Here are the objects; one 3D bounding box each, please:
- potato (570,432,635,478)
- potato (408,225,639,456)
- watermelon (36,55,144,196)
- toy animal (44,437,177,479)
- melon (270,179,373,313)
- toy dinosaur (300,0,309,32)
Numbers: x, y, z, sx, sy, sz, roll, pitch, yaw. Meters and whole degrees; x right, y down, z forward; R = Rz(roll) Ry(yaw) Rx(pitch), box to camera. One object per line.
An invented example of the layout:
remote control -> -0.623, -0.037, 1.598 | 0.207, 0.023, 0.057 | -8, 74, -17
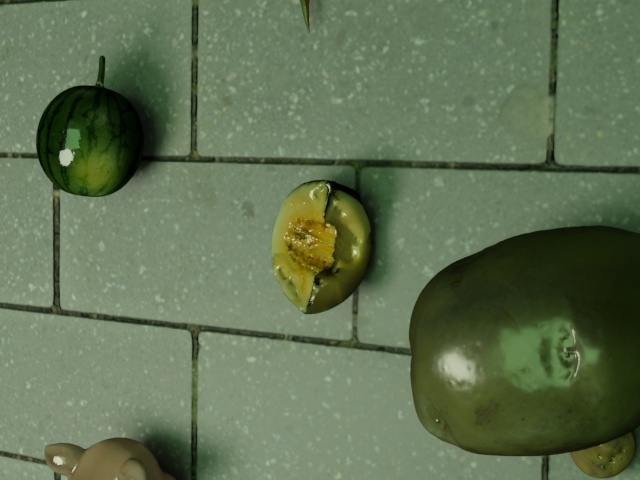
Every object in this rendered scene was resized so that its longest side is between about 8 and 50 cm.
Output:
potato -> 0.294, 0.213, 1.366 | 0.068, 0.062, 0.083 | -49, 44, 7
potato -> 0.231, 0.102, 1.288 | 0.326, 0.243, 0.221 | -9, 100, 37
watermelon -> -0.296, -0.150, 1.675 | 0.141, 0.141, 0.187 | 20, 101, 30
toy animal -> -0.269, 0.381, 1.694 | 0.165, 0.149, 0.248 | 3, 106, 18
melon -> 0.000, 0.000, 1.534 | 0.128, 0.079, 0.160 | 21, 106, 49
toy dinosaur -> -0.031, -0.307, 1.555 | 0.041, 0.026, 0.113 | -3, 82, 16
